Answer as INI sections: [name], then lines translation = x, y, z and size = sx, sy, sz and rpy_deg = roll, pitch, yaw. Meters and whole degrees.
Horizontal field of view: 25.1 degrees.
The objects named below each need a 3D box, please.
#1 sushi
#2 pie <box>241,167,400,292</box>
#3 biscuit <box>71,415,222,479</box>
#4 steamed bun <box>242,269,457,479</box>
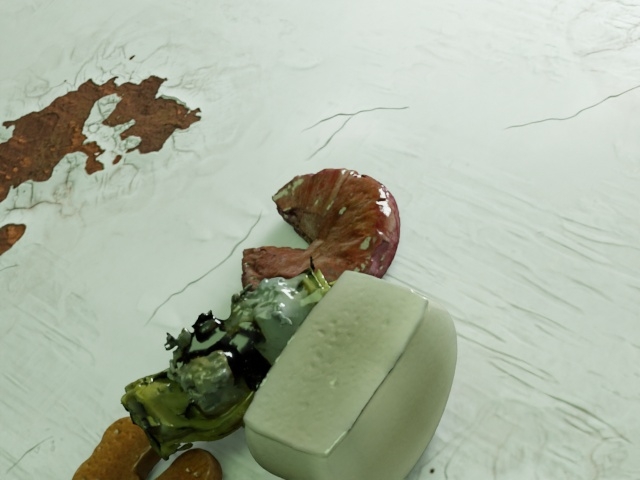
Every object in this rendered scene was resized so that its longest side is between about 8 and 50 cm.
[sushi]
translation = -0.085, 0.142, 1.638
size = 0.291, 0.131, 0.139
rpy_deg = -30, 42, -8
[pie]
translation = 0.000, 0.000, 1.787
size = 0.204, 0.054, 0.218
rpy_deg = -3, 52, 27
[biscuit]
translation = -0.259, 0.347, 1.639
size = 0.202, 0.047, 0.334
rpy_deg = 27, 66, 41
[steamed bun]
translation = 0.043, 0.169, 1.544
size = 0.146, 0.164, 0.241
rpy_deg = 18, 62, 36
